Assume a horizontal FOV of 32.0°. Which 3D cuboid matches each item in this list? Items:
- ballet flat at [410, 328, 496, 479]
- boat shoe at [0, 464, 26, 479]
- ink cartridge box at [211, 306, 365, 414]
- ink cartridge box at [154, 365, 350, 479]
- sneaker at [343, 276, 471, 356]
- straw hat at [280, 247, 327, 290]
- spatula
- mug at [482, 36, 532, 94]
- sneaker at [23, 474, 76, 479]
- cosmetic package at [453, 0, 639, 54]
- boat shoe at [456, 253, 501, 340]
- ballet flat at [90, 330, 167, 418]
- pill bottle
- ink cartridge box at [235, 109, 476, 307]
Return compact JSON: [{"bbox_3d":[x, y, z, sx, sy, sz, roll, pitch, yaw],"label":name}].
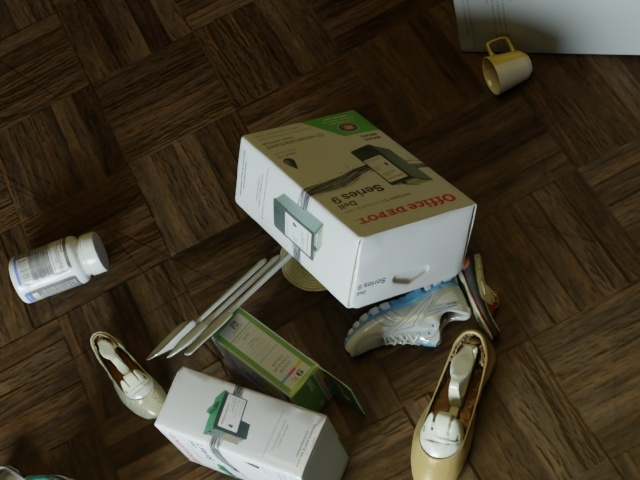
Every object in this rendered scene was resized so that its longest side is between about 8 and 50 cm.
[{"bbox_3d":[0.171,0.222,1.485,0.080,0.073,0.232,12,65,20],"label":"ballet flat"},{"bbox_3d":[-0.412,0.361,1.569,0.046,0.038,0.125,-43,61,-13],"label":"boat shoe"},{"bbox_3d":[-0.045,0.187,1.536,0.209,0.109,0.062,33,73,27],"label":"ink cartridge box"},{"bbox_3d":[-0.088,0.263,1.475,0.219,0.160,0.093,15,66,22],"label":"ink cartridge box"},{"bbox_3d":[0.124,0.121,1.558,0.190,0.071,0.083,-29,64,-3],"label":"sneaker"},{"bbox_3d":[0.000,0.000,1.659,0.144,0.061,0.145,-6,60,11],"label":"straw hat"},{"bbox_3d":[-0.136,0.087,1.587,0.242,0.168,0.019,-44,100,-28],"label":"spatula"},{"bbox_3d":[0.292,-0.273,1.737,0.064,0.078,0.062,-21,31,-8],"label":"mug"},{"bbox_3d":[-0.301,0.412,1.465,0.275,0.110,0.107,39,76,18],"label":"sneaker"},{"bbox_3d":[0.399,-0.404,1.702,0.384,0.217,0.156,3,62,14],"label":"cosmetic package"},{"bbox_3d":[0.228,0.077,1.570,0.043,0.049,0.137,-20,54,0],"label":"boat shoe"},{"bbox_3d":[-0.284,0.195,1.622,0.057,0.052,0.168,-42,61,-12],"label":"ballet flat"},{"bbox_3d":[-0.402,0.039,1.724,0.137,0.078,0.078,-20,59,2],"label":"pill bottle"},{"bbox_3d":[0.046,-0.052,1.570,0.211,0.122,0.289,-17,42,-33],"label":"ink cartridge box"}]
